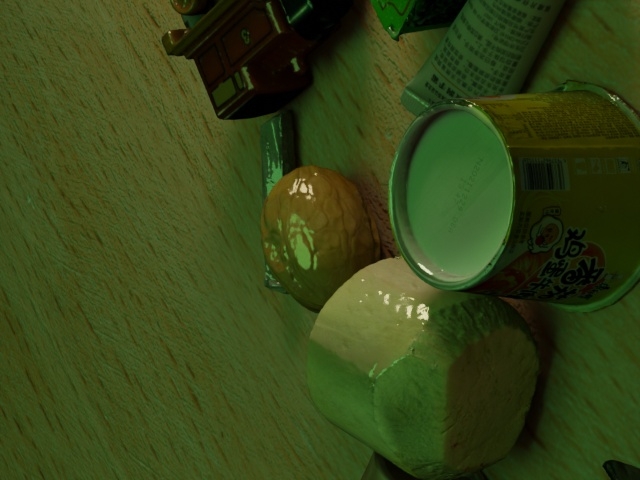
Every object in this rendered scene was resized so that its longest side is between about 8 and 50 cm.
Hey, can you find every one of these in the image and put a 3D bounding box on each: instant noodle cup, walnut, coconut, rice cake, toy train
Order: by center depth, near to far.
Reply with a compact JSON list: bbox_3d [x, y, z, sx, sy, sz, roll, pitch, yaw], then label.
[{"bbox_3d":[0.211,-0.045,1.528,0.264,0.200,0.264,3,93,54],"label":"instant noodle cup"},{"bbox_3d":[0.110,0.142,1.643,0.244,0.239,0.239,24,109,46],"label":"coconut"},{"bbox_3d":[0.128,-0.363,1.686,0.243,0.132,0.188,117,136,-56],"label":"toy train"},{"bbox_3d":[0.000,0.000,1.868,0.159,0.159,0.207,-45,54,44],"label":"walnut"},{"bbox_3d":[-0.083,-0.317,1.984,0.369,0.163,0.232,-33,77,49],"label":"toy train"},{"bbox_3d":[-0.059,-0.056,2.037,0.055,0.049,0.270,-6,85,32],"label":"rice cake"}]

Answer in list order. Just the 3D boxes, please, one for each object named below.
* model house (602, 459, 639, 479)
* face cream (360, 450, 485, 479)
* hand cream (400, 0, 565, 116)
[{"bbox_3d":[0.327,0.331,1.439,0.152,0.106,0.165,-56,43,35],"label":"model house"},{"bbox_3d":[0.116,0.319,1.699,0.149,0.149,0.104,48,126,44],"label":"face cream"},{"bbox_3d":[0.209,-0.234,1.630,0.139,0.089,0.314,42,127,13],"label":"hand cream"}]
